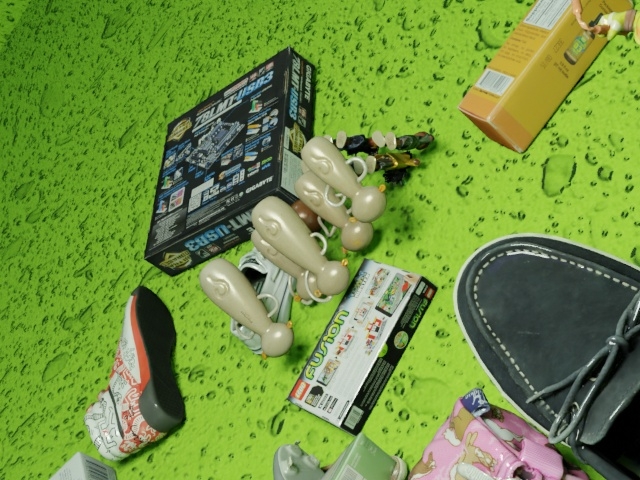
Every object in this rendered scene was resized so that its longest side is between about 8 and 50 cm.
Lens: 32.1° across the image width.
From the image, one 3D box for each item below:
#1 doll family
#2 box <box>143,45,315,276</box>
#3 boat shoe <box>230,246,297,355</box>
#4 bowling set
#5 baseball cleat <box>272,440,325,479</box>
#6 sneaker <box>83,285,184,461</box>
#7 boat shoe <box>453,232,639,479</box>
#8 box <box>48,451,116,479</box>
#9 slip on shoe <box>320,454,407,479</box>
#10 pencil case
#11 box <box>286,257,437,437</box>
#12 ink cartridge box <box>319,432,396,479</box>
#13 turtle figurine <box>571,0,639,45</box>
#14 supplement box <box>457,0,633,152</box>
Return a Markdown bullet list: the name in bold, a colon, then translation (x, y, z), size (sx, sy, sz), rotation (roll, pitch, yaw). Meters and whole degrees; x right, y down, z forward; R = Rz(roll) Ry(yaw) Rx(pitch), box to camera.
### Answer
- **doll family**: translation (0.066, -0.112, 1.489), size (0.193, 0.111, 0.076), rotation (7, 100, 37)
- **box**: translation (-0.141, -0.123, 1.752), size (0.295, 0.073, 0.293), rotation (-26, 43, 33)
- **boat shoe**: translation (-0.076, 0.047, 1.536), size (0.083, 0.076, 0.226), rotation (-26, 44, 32)
- **bowling set**: translation (0.000, 0.000, 1.452), size (0.154, 0.200, 0.287), rotation (45, 114, 10)
- **baseball cleat**: translation (-0.016, 0.324, 1.213), size (0.109, 0.072, 0.206), rotation (-56, 43, 27)
- **sneaker**: translation (-0.286, 0.195, 1.636), size (0.145, 0.090, 0.270), rotation (-37, 42, 18)
- **boat shoe**: translation (0.281, 0.128, 0.943), size (0.187, 0.156, 0.500), rotation (-44, 45, 0)
- **box**: translation (-0.347, 0.393, 1.556), size (0.137, 0.072, 0.126), rotation (-44, 37, 12)
- **slip on shoe**: translation (0.036, 0.269, 1.259), size (0.135, 0.041, 0.051), rotation (-19, 48, 38)
- **pencil case**: translation (0.087, 0.331, 1.047), size (0.386, 0.167, 0.160), rotation (-53, 40, 2)
- **box**: translation (0.050, 0.127, 1.365), size (0.114, 0.036, 0.207), rotation (18, 75, 53)
- **ink cartridge box**: translation (-0.024, 0.310, 1.071), size (0.235, 0.056, 0.171), rotation (-52, -4, 13)
- **turtle figurine**: translation (0.365, -0.176, 1.110), size (0.087, 0.217, 0.269), rotation (-46, 36, 10)
- **supplement box**: translation (0.277, -0.227, 1.370), size (0.233, 0.078, 0.080), rotation (-52, 33, 2)
